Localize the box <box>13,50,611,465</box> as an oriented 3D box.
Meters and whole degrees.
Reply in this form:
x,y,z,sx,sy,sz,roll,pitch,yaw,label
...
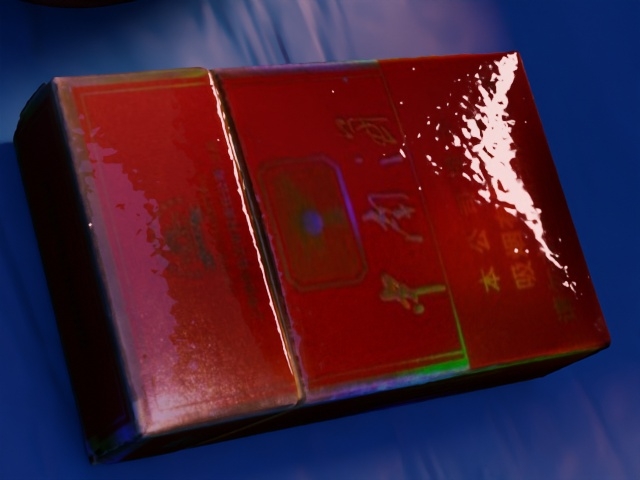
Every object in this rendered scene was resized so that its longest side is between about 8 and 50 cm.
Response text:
x,y,z,sx,sy,sz,roll,pitch,yaw,label
0.000,0.000,0.506,0.175,0.048,0.112,-8,76,-32,box

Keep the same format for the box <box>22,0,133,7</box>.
x,y,z,sx,sy,sz,roll,pitch,yaw,label
-0.110,-0.265,0.511,0.263,0.108,0.404,-33,89,-35,box
